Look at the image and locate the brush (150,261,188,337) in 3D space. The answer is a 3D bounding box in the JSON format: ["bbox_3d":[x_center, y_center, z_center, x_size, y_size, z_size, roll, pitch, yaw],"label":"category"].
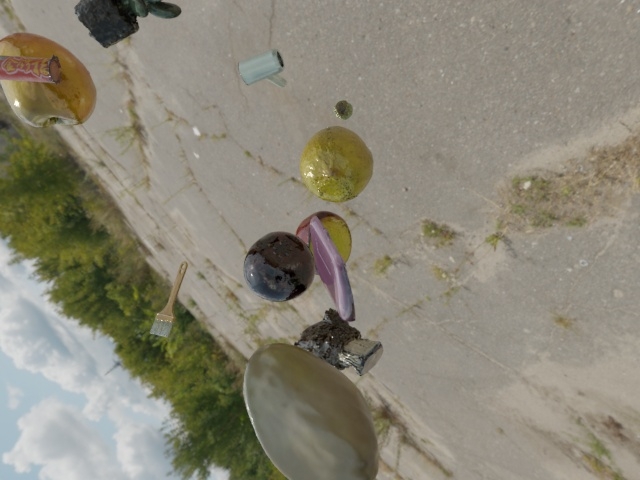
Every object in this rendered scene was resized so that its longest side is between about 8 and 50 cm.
[{"bbox_3d":[-0.524,0.202,1.476,0.103,0.273,0.013,2,159,34],"label":"brush"}]

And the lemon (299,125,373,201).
[{"bbox_3d":[0.058,-0.269,1.462,0.257,0.310,0.258,2,124,3],"label":"lemon"}]

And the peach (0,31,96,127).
[{"bbox_3d":[-0.957,-0.561,1.461,0.289,0.288,0.308,8,110,58],"label":"peach"}]

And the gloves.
[{"bbox_3d":[0.052,0.335,1.373,0.312,0.210,0.135,5,119,31],"label":"gloves"}]

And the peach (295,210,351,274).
[{"bbox_3d":[0.000,0.000,1.807,0.245,0.248,0.275,13,115,34],"label":"peach"}]

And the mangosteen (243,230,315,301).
[{"bbox_3d":[-0.139,0.102,1.362,0.235,0.235,0.262,41,146,17],"label":"mangosteen"}]

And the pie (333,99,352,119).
[{"bbox_3d":[0.098,-0.557,1.783,0.084,0.084,0.020,48,-170,-1],"label":"pie"}]

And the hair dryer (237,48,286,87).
[{"bbox_3d":[-0.153,-0.532,1.342,0.236,0.131,0.073,-12,-91,-73],"label":"hair dryer"}]

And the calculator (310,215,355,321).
[{"bbox_3d":[0.026,0.072,1.003,0.294,0.043,0.194,77,168,-50],"label":"calculator"}]

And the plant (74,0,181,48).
[{"bbox_3d":[-0.544,-0.668,1.181,0.146,0.274,0.149,63,-176,-47],"label":"plant"}]

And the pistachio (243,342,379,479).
[{"bbox_3d":[-0.023,0.310,0.726,0.288,0.197,0.166,34,137,20],"label":"pistachio"}]

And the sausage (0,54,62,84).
[{"bbox_3d":[-0.539,-0.305,0.734,0.048,0.145,0.050,-94,7,-64],"label":"sausage"}]
